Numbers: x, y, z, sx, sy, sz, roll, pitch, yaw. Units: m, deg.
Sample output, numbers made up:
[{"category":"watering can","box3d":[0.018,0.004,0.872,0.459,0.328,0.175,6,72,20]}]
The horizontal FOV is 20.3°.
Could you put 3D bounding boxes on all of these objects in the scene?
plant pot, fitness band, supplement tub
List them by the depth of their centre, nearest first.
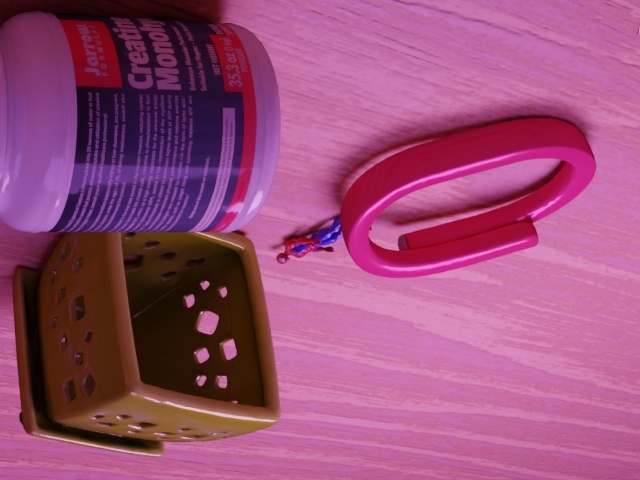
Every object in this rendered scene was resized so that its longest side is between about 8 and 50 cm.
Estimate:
[{"category":"supplement tub","box3d":[-0.188,-0.101,1.565,0.272,0.191,0.191,0,149,-26]},{"category":"plant pot","box3d":[-0.203,0.112,1.932,0.207,0.227,0.228,-27,151,34]},{"category":"fitness band","box3d":[0.163,-0.048,1.969,0.291,0.054,0.209,-16,148,-5]}]

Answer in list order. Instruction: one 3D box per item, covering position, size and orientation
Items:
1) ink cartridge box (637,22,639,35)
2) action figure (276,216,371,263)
[{"category":"ink cartridge box","box3d":[0.316,-0.364,1.274,0.308,0.091,0.385,-38,153,-14]},{"category":"action figure","box3d":[0.000,0.000,2.020,0.115,0.030,0.038,-23,156,20]}]
